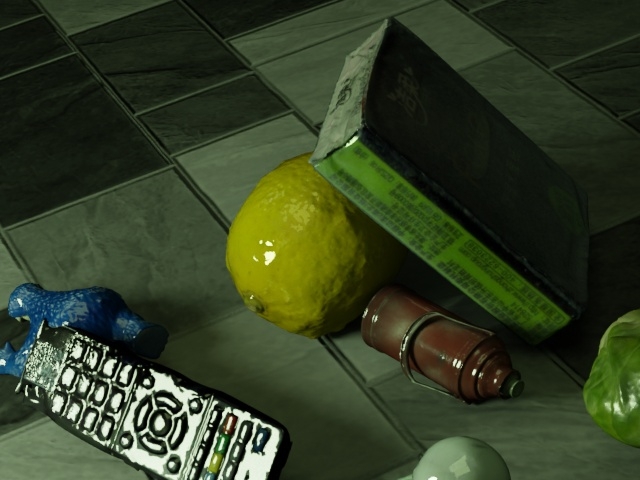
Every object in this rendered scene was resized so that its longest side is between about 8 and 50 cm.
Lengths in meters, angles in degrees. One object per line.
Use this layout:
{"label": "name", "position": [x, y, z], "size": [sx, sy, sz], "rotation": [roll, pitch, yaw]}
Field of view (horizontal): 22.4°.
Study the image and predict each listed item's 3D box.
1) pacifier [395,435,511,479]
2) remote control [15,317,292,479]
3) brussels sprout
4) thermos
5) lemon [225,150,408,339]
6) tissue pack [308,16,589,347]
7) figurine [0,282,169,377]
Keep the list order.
{"label": "pacifier", "position": [0.165, 0.306, 1.659], "size": [0.288, 0.269, 0.343], "rotation": [-33, 44, -28]}
{"label": "remote control", "position": [-0.207, 0.221, 1.987], "size": [0.399, 0.144, 0.062], "rotation": [22, 4, 30]}
{"label": "brussels sprout", "position": [0.399, 0.167, 1.913], "size": [0.161, 0.144, 0.180], "rotation": [-31, 38, 32]}
{"label": "thermos", "position": [0.167, 0.140, 2.045], "size": [0.232, 0.099, 0.124], "rotation": [27, 11, 39]}
{"label": "lemon", "position": [0.000, 0.000, 2.153], "size": [0.233, 0.233, 0.288], "rotation": [18, 48, 33]}
{"label": "tissue pack", "position": [0.180, -0.076, 2.110], "size": [0.124, 0.394, 0.288], "rotation": [-40, 20, 31]}
{"label": "figurine", "position": [-0.335, 0.111, 2.174], "size": [0.262, 0.120, 0.164], "rotation": [11, 43, 29]}
